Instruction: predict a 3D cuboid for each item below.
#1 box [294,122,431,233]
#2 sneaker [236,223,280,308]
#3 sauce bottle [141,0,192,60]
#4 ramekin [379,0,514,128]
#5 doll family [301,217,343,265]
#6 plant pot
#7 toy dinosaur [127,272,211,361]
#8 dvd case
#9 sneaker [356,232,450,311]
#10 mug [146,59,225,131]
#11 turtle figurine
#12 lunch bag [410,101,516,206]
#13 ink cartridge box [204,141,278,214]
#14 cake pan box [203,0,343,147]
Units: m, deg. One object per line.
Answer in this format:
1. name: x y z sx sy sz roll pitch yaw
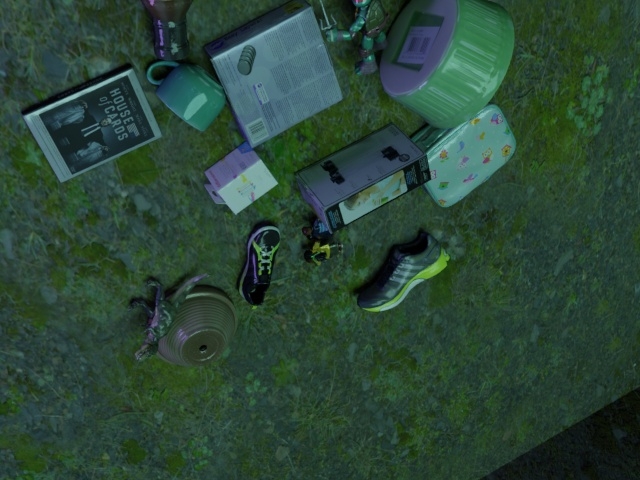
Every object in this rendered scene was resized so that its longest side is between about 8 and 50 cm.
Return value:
1. box: 0.103 -0.156 2.011 0.290 0.169 0.087 -29 136 -10
2. sneaker: -0.142 0.070 2.084 0.084 0.097 0.235 -1 124 -30
3. sauce bottle: -0.290 -0.511 1.543 0.111 0.111 0.344 -16 130 -20
4. ramekin: 0.267 -0.415 1.825 0.148 0.303 0.303 19 113 -31
5. doll family: 0.000 0.000 2.137 0.111 0.076 0.193 -14 125 -16
6. plant pot: -0.314 0.241 2.097 0.237 0.110 0.237 -13 125 -19
7. toy dinosaur: -0.393 0.162 2.009 0.118 0.064 0.268 35 85 -6
8. dvd case: -0.467 -0.241 1.702 0.238 0.029 0.179 -26 134 -10
9. sneaker: 0.218 0.084 2.319 0.300 0.111 0.121 -38 124 -8
10. mug: -0.269 -0.310 1.696 0.097 0.129 0.157 -48 133 9
11. turtle figurine: 0.088 -0.477 1.770 0.175 0.118 0.234 -49 147 -16
12. lunch bag: 0.363 -0.243 2.138 0.279 0.108 0.224 -40 131 1
13. ink cartridge box: -0.191 -0.140 1.899 0.143 0.092 0.090 -36 135 0
14. cake pan box: -0.096 -0.360 1.805 0.245 0.070 0.267 -29 133 -5
